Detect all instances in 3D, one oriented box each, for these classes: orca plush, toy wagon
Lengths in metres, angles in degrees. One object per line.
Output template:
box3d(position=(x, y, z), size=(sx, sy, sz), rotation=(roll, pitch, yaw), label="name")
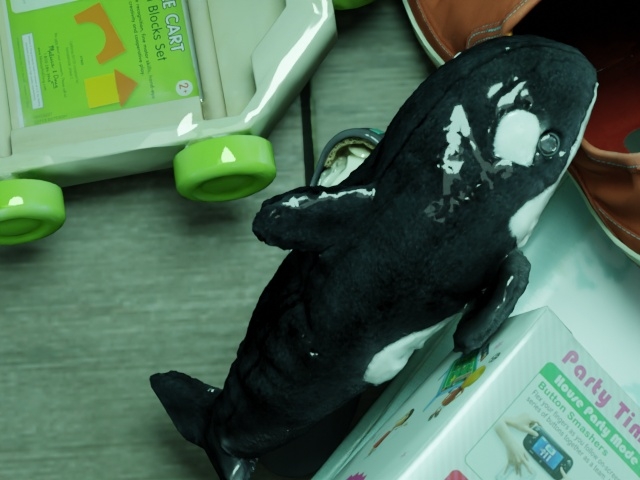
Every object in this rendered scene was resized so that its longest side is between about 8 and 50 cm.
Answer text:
box3d(position=(0.000, 0.000, 0.731), size=(0.102, 0.287, 0.151), rotation=(28, 41, -32), label="orca plush")
box3d(position=(-0.091, -0.147, 0.862), size=(0.344, 0.068, 0.267), rotation=(-11, 74, 1), label="toy wagon")

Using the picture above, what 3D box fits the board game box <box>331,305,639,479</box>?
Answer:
box3d(position=(0.063, 0.214, 0.666), size=(0.224, 0.097, 0.303), rotation=(47, 72, -4), label="board game box")

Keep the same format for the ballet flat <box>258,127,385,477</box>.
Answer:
box3d(position=(0.002, 0.029, 0.844), size=(0.074, 0.074, 0.203), rotation=(16, 78, 2), label="ballet flat")

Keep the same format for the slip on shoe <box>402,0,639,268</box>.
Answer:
box3d(position=(0.131, -0.109, 0.801), size=(0.123, 0.101, 0.331), rotation=(-30, 45, -1), label="slip on shoe")

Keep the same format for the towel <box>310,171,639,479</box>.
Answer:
box3d(position=(0.188, 0.142, 0.819), size=(0.320, 0.090, 0.374), rotation=(38, 79, 3), label="towel")
